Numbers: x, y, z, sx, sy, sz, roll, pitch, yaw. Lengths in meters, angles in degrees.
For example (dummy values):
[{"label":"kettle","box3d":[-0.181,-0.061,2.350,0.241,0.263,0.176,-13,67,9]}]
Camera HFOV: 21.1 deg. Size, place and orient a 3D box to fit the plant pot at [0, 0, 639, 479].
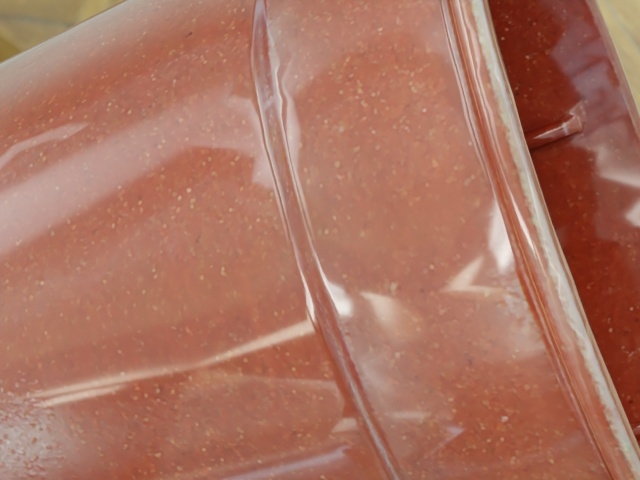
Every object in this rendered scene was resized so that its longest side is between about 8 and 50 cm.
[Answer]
[{"label":"plant pot","box3d":[-0.024,0.022,0.589,0.265,0.272,0.272,-18,59,18]}]
